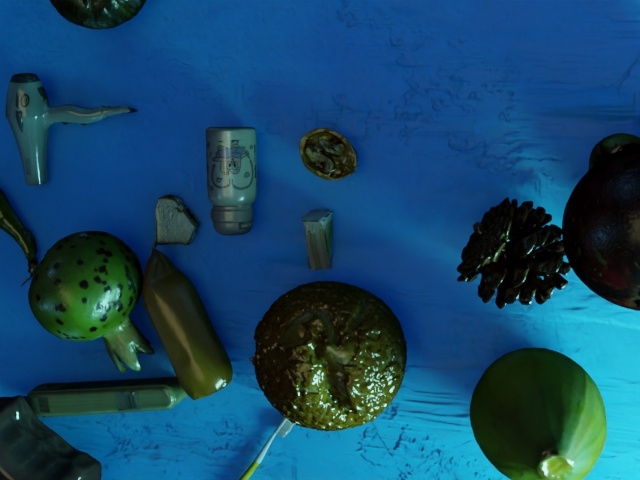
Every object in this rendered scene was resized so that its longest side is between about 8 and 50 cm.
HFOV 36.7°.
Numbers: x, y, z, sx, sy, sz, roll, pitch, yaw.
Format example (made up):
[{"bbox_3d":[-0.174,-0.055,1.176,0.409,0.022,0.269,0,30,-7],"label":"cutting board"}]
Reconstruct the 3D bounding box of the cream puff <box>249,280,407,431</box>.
[{"bbox_3d":[0.012,0.218,1.794,0.303,0.212,0.303,1,94,13],"label":"cream puff"}]

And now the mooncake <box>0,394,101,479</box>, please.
[{"bbox_3d":[-0.620,0.488,2.005,0.334,0.174,0.325,-11,111,37],"label":"mooncake"}]

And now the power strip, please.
[{"bbox_3d":[-0.463,0.324,2.020,0.388,0.092,0.066,-7,94,18],"label":"power strip"}]

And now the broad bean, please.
[{"bbox_3d":[-0.700,-0.057,2.061,0.098,0.056,0.318,-32,89,18],"label":"broad bean"}]

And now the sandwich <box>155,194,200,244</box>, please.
[{"bbox_3d":[-0.290,-0.042,1.944,0.093,0.036,0.104,-4,95,19],"label":"sandwich"}]

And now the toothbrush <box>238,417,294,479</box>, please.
[{"bbox_3d":[-0.139,0.468,1.974,0.024,0.021,0.288,42,108,18],"label":"toothbrush"}]

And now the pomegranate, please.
[{"bbox_3d":[-0.442,0.110,1.946,0.231,0.231,0.286,-38,126,18],"label":"pomegranate"}]

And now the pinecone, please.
[{"bbox_3d":[0.344,0.029,1.677,0.208,0.208,0.207,2,98,17],"label":"pinecone"}]

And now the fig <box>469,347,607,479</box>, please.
[{"bbox_3d":[0.377,0.315,1.662,0.240,0.271,0.239,1,104,5],"label":"fig"}]

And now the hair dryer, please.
[{"bbox_3d":[-0.529,-0.205,1.986,0.267,0.092,0.229,19,110,4],"label":"hair dryer"}]

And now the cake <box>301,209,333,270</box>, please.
[{"bbox_3d":[0.000,0.000,1.864,0.052,0.065,0.121,3,121,17],"label":"cake"}]

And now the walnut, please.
[{"bbox_3d":[0.019,-0.163,1.822,0.121,0.052,0.091,33,104,9],"label":"walnut"}]

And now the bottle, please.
[{"bbox_3d":[-0.176,-0.115,1.869,0.110,0.097,0.209,10,102,49],"label":"bottle"}]

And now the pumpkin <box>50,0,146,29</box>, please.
[{"bbox_3d":[-0.433,-0.518,1.861,0.224,0.157,0.223,1,95,6],"label":"pumpkin"}]

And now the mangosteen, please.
[{"bbox_3d":[0.538,-0.034,1.562,0.311,0.311,0.311,2,98,17],"label":"mangosteen"}]

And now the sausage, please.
[{"bbox_3d":[-0.280,0.158,1.931,0.112,0.112,0.328,-25,90,19],"label":"sausage"}]
